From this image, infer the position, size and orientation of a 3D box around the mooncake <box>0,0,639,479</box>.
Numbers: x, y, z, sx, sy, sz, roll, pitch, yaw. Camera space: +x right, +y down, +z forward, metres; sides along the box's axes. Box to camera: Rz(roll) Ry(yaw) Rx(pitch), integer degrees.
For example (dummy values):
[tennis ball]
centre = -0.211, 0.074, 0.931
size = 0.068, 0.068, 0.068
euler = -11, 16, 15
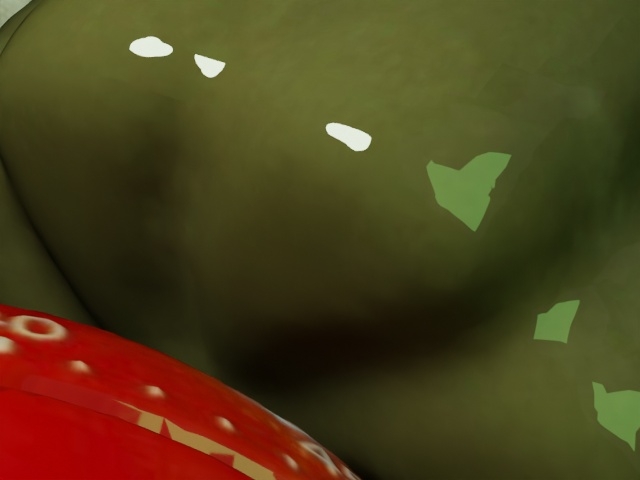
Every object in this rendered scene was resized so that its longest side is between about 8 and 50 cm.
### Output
[mooncake]
centre = 0.006, 0.040, 0.592
size = 0.378, 0.378, 0.201
euler = 52, 52, -11

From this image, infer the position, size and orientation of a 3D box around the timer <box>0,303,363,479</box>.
[timer]
centre = -0.117, 0.206, 0.404
size = 0.378, 0.378, 0.279
euler = 51, 6, -12
